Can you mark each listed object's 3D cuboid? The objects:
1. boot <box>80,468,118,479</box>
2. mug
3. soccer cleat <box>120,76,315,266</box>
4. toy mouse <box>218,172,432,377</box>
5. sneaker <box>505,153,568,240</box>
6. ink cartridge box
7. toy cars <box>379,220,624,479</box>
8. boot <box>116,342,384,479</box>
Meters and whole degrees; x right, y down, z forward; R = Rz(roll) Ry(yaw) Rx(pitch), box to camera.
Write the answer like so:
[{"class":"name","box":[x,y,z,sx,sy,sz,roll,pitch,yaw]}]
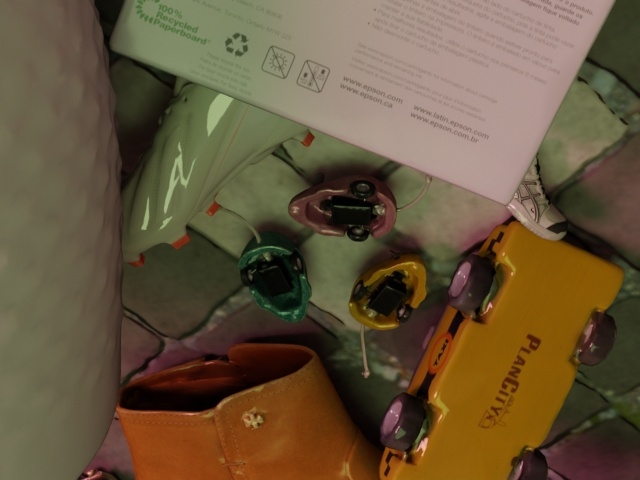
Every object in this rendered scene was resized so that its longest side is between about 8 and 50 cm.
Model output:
[{"class":"boot","box":[-0.233,0.203,0.971,0.165,0.077,0.213,-22,130,23]},{"class":"mug","box":[-0.270,-0.072,0.637,0.374,0.276,0.328,27,130,27]},{"class":"soccer cleat","box":[-0.067,-0.058,0.742,0.196,0.068,0.076,-35,114,22]},{"class":"toy mouse","box":[0.000,0.000,0.801,0.143,0.031,0.161,22,129,-13]},{"class":"sneaker","box":[0.115,-0.034,0.754,0.083,0.032,0.037,40,103,-15]},{"class":"ink cartridge box","box":[0.040,-0.155,0.641,0.223,0.045,0.224,21,110,-12]},{"class":"toy cars","box":[0.130,0.177,0.847,0.177,0.087,0.393,-17,103,-7]},{"class":"boot","box":[0.021,0.160,0.893,0.295,0.104,0.211,-7,123,5]}]
